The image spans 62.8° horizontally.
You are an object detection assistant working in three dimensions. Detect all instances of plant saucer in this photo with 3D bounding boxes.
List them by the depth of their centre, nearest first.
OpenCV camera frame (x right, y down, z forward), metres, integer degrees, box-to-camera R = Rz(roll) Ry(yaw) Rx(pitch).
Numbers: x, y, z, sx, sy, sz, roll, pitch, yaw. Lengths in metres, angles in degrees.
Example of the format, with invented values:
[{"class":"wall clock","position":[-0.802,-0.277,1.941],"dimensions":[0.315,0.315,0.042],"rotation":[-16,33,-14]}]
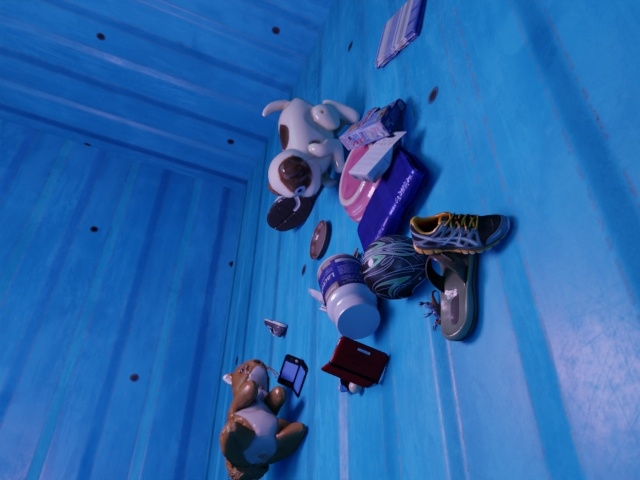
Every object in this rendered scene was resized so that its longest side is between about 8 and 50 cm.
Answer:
[{"class":"plant saucer","position":[0.152,-0.227,1.789],"dimensions":[0.332,0.084,0.332],"rotation":[-164,90,-71]},{"class":"plant saucer","position":[0.000,0.000,2.129],"dimensions":[0.168,0.029,0.168],"rotation":[-163,90,-71]}]

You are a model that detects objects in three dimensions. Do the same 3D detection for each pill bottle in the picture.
[{"class":"pill bottle","position":[0.084,0.163,1.552],"dimensions":[0.265,0.153,0.153],"rotation":[-110,40,-60]}]

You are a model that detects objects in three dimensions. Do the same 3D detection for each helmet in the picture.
[{"class":"helmet","position":[0.189,0.063,1.340],"dimensions":[0.161,0.169,0.169],"rotation":[103,172,-57]}]

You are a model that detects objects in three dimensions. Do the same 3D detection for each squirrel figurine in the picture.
[{"class":"squirrel figurine","position":[-0.260,0.646,1.919],"dimensions":[0.370,0.281,0.397],"rotation":[-118,37,-51]}]

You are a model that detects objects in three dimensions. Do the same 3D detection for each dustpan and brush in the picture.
[{"class":"dustpan and brush","position":[0.055,0.231,1.680],"dimensions":[0.211,0.147,0.060],"rotation":[14,68,45]}]

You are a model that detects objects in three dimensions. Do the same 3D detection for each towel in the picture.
[{"class":"towel","position":[0.211,-0.106,1.546],"dimensions":[0.228,0.076,0.308],"rotation":[-99,31,-61]},{"class":"towel","position":[0.292,-0.769,1.911],"dimensions":[0.285,0.034,0.209],"rotation":[-19,55,66]}]

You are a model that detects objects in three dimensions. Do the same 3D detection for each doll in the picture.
[{"class":"doll","position":[0.081,0.382,1.548],"dimensions":[0.189,0.046,0.129],"rotation":[-117,45,-65]}]

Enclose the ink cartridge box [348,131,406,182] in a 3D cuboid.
[{"class":"ink cartridge box","position":[0.180,-0.254,1.593],"dimensions":[0.179,0.045,0.145],"rotation":[-45,21,-6]}]

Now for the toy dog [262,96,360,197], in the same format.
[{"class":"toy dog","position":[-0.063,-0.354,2.066],"dimensions":[0.284,0.395,0.408],"rotation":[-26,41,55]}]

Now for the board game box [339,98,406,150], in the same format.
[{"class":"board game box","position":[0.163,-0.376,1.709],"dimensions":[0.194,0.060,0.194],"rotation":[-20,29,40]}]

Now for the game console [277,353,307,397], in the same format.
[{"class":"game console","position":[-0.106,0.504,1.959],"dimensions":[0.071,0.107,0.122],"rotation":[-16,-55,-78]}]

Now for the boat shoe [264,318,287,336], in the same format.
[{"class":"boat shoe","position":[-0.211,0.393,2.347],"dimensions":[0.206,0.075,0.065],"rotation":[-8,65,65]}]

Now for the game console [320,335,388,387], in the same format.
[{"class":"game console","position":[0.091,0.329,1.413],"dimensions":[0.085,0.144,0.124],"rotation":[-160,93,-82]}]

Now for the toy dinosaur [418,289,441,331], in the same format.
[{"class":"toy dinosaur","position":[0.264,0.162,1.211],"dimensions":[0.082,0.047,0.090],"rotation":[25,89,53]}]

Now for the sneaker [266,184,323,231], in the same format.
[{"class":"sneaker","position":[-0.095,-0.252,2.472],"dimensions":[0.447,0.169,0.257],"rotation":[-50,20,35]}]

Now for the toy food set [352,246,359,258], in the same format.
[{"class":"toy food set","position":[0.100,0.084,1.727],"dimensions":[0.122,0.019,0.078],"rotation":[-67,-22,-10]}]

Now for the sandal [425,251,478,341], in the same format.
[{"class":"sandal","position":[0.282,0.069,1.155],"dimensions":[0.120,0.086,0.303],"rotation":[131,149,-52]}]

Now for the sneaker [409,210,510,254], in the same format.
[{"class":"sneaker","position":[0.287,-0.023,1.106],"dimensions":[0.215,0.083,0.084],"rotation":[-11,41,29]}]
